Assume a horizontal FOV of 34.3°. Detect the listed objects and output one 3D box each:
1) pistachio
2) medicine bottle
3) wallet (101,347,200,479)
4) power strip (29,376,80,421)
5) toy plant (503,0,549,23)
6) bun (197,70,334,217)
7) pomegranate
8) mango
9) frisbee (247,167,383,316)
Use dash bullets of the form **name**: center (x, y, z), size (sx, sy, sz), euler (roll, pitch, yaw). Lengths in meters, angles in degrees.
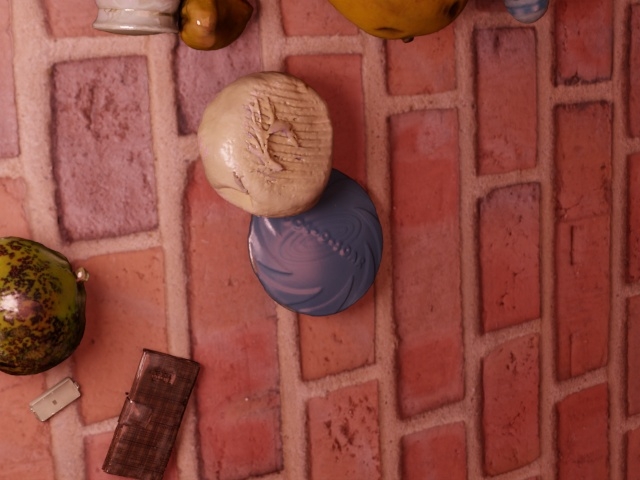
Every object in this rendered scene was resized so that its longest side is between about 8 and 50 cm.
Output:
- **pistachio**: center (-0.189, -0.379, 1.776), size (0.100, 0.189, 0.110), euler (32, 118, 6)
- **medicine bottle**: center (-0.298, -0.404, 1.685), size (0.147, 0.147, 0.143), euler (-2, 103, -30)
- **wallet**: center (-0.302, 0.315, 1.863), size (0.124, 0.042, 0.230), euler (21, 88, -34)
- **power strip**: center (-0.455, 0.272, 1.781), size (0.090, 0.016, 0.040), euler (-36, 113, -22)
- **toy plant**: center (0.374, -0.581, 2.024), size (0.247, 0.247, 0.332), euler (-29, 118, -23)
- **bun**: center (-0.100, -0.169, 1.834), size (0.273, 0.168, 0.272), euler (1, 88, -39)
- **pomegranate**: center (-0.503, 0.118, 1.650), size (0.222, 0.277, 0.204), euler (62, 27, -2)
- **mango**: center (0.096, -0.560, 1.851), size (0.301, 0.220, 0.445), euler (-45, 114, -14)
- **frisbee**: center (0.002, 0.000, 1.953), size (0.290, 0.049, 0.289), euler (2, 85, -28)
